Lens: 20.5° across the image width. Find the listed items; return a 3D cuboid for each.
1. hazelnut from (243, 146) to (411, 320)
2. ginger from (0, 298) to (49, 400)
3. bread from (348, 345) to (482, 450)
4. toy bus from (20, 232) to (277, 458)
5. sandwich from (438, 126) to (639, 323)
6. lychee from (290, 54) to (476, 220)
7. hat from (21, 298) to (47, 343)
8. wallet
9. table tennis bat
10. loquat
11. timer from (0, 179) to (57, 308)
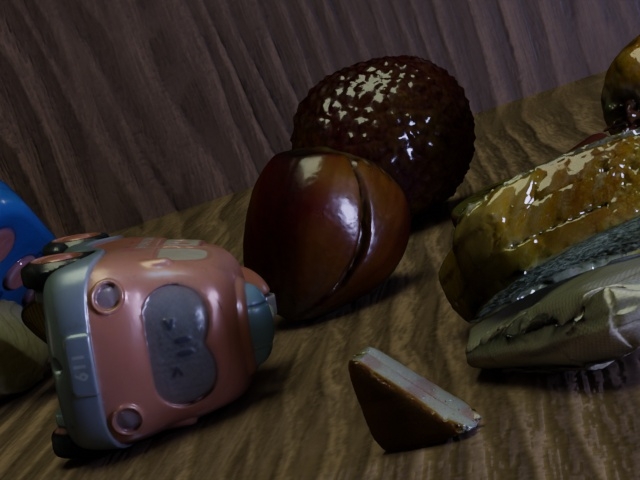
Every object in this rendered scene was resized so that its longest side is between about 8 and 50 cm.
[{"bbox_3d":[0.000,0.000,2.018,0.208,0.208,0.208,-19,8,3],"label":"hazelnut"},{"bbox_3d":[-0.411,0.151,2.181,0.123,0.115,0.193,-33,-11,25],"label":"ginger"},{"bbox_3d":[0.064,0.131,1.343,0.109,0.062,0.043,29,29,16],"label":"bread"},{"bbox_3d":[-0.158,0.090,1.732,0.232,0.194,0.287,-7,7,-1],"label":"toy bus"},{"bbox_3d":[0.218,-0.012,1.577,0.226,0.087,0.251,-25,-13,-7],"label":"sandwich"},{"bbox_3d":[0.091,-0.132,2.454,0.261,0.260,0.260,-19,8,3],"label":"lychee"},{"bbox_3d":[-0.254,0.127,2.062,0.193,0.082,0.193,0,-25,0],"label":"hat"},{"bbox_3d":[0.270,0.043,1.431,0.275,0.068,0.335,-18,0,-22],"label":"wallet"},{"bbox_3d":[0.292,-0.073,2.301,0.200,0.038,0.310,-11,14,41],"label":"table tennis bat"},{"bbox_3d":[0.428,-0.171,2.063,0.234,0.187,0.176,-22,9,-15],"label":"loquat"},{"bbox_3d":[-0.470,0.068,2.179,0.309,0.115,0.340,-45,-19,-7],"label":"timer"}]
